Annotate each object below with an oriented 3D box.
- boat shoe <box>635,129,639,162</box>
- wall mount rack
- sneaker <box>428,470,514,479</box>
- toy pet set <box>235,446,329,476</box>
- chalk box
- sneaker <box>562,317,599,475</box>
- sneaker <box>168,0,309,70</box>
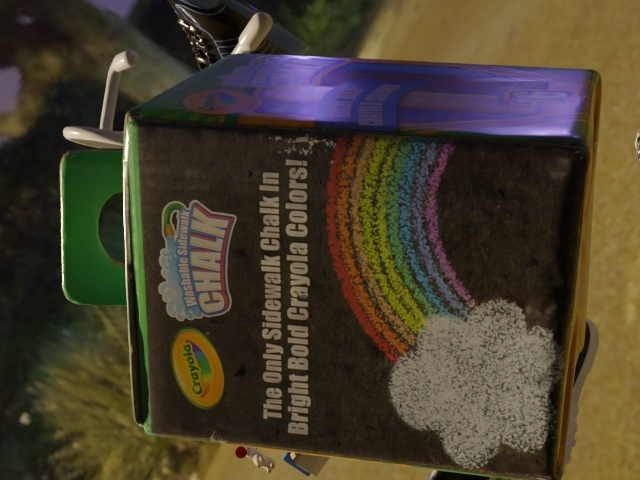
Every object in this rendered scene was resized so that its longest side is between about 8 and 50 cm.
[{"bbox_3d":[0.326,-0.095,1.275,0.125,0.038,0.046,-21,-51,-54],"label":"boat shoe"},{"bbox_3d":[-0.057,-0.122,1.280,0.304,0.350,0.131,6,86,56],"label":"wall mount rack"},{"bbox_3d":[0.114,0.150,0.909,0.135,0.052,0.058,-47,-23,-34],"label":"sneaker"},{"bbox_3d":[-0.036,0.237,1.649,0.122,0.114,0.065,-54,16,2],"label":"toy pet set"},{"bbox_3d":[0.000,0.000,0.721,0.179,0.288,0.180,-50,-36,-67],"label":"chalk box"},{"bbox_3d":[0.257,0.192,1.581,0.090,0.094,0.235,-1,73,54],"label":"sneaker"},{"bbox_3d":[-0.101,-0.211,1.372,0.090,0.081,0.232,-54,-36,8],"label":"sneaker"}]
